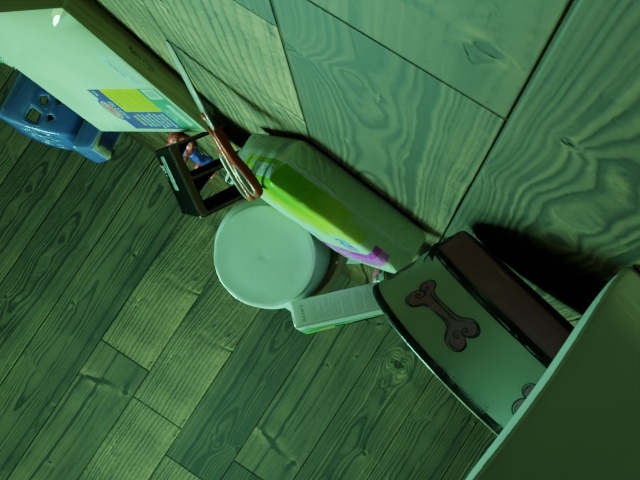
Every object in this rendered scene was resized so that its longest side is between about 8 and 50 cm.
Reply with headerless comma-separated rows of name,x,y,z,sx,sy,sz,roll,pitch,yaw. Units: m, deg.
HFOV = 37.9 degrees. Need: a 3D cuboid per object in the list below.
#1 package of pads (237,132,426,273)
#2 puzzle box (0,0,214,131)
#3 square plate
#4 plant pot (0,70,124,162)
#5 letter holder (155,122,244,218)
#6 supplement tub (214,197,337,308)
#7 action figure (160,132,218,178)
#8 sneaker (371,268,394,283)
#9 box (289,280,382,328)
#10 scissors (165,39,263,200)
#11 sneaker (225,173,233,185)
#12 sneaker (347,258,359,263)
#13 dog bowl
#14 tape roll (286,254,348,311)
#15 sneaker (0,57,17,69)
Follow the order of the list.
package of pads,0.007,-0.068,1.591,0.296,0.101,0.229,36,174,-25
puzzle box,-0.407,-0.306,1.639,0.272,0.052,0.409,4,160,30
square plate,0.325,0.239,1.078,0.347,0.344,0.049,36,179,-35
plant pot,-0.545,-0.311,2.086,0.212,0.236,0.236,26,176,2
letter holder,-0.199,-0.161,1.905,0.152,0.214,0.302,66,168,-9
supplement tub,-0.084,0.011,1.868,0.228,0.228,0.316,33,-170,2
action figure,-0.379,-0.213,2.571,0.091,0.139,0.280,30,173,18
sneaker,0.250,0.143,2.209,0.299,0.121,0.112,35,146,-15
box,0.111,0.118,1.800,0.322,0.058,0.232,-12,171,3
scissors,-0.177,-0.183,1.475,0.297,0.021,0.109,58,168,-19
sneaker,-0.240,-0.174,2.555,0.040,0.044,0.109,35,174,2
sneaker,0.000,0.000,2.493,0.258,0.091,0.094,12,167,8
dog bowl,0.268,0.151,1.270,0.408,0.150,0.408,42,-173,-7
tape roll,-0.057,0.038,2.251,0.169,0.246,0.246,32,176,20
sneaker,-0.692,-0.461,2.266,0.146,0.134,0.343,26,-177,9
